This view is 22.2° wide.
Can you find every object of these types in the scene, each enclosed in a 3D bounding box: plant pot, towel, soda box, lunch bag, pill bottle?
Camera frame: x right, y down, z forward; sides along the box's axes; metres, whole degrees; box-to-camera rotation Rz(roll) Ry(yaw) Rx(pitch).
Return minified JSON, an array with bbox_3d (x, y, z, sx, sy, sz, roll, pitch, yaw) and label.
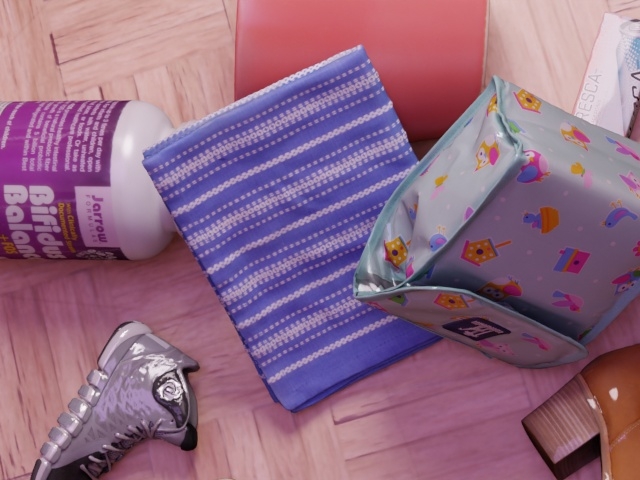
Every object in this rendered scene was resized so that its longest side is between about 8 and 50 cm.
[{"bbox_3d":[0.045,-0.212,1.660,0.243,0.275,0.275,3,77,2],"label":"plant pot"},{"bbox_3d":[0.000,0.000,1.609,0.243,0.336,0.040,-26,29,3],"label":"towel"},{"bbox_3d":[0.296,-0.139,1.687,0.063,0.058,0.183,16,81,14],"label":"soda box"},{"bbox_3d":[0.184,0.007,1.557,0.262,0.223,0.160,-52,31,29],"label":"lunch bag"},{"bbox_3d":[-0.245,-0.063,1.712,0.301,0.169,0.169,0,77,11],"label":"pill bottle"}]

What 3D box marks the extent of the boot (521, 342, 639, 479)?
[{"bbox_3d":[0.356,0.222,1.575,0.220,0.109,0.283,-32,63,-3],"label":"boot"}]

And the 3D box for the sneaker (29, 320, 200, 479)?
[{"bbox_3d":[-0.200,0.206,1.686,0.132,0.086,0.229,27,82,13],"label":"sneaker"}]

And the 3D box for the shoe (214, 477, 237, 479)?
[{"bbox_3d":[-0.160,0.325,1.662,0.219,0.058,0.076,-43,73,-1],"label":"shoe"}]
